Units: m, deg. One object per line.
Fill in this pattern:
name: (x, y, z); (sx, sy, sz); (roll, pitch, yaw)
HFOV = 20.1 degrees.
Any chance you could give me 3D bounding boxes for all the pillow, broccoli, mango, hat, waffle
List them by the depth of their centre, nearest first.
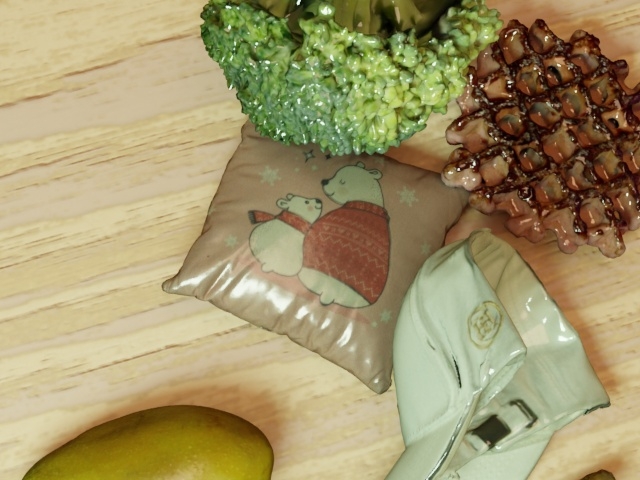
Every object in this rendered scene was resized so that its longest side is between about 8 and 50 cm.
mango: (-0.153, 0.203, 1.578); (0.227, 0.136, 0.099); (-10, 112, -1)
hat: (0.106, 0.147, 1.605); (0.168, 0.258, 0.301); (40, 94, 29)
broccoli: (0.031, -0.200, 1.627); (0.260, 0.235, 0.288); (-40, 47, 4)
pillow: (0.000, 0.000, 1.661); (0.236, 0.084, 0.223); (23, 71, -4)
waffle: (0.225, -0.101, 1.717); (0.221, 0.055, 0.234); (22, 66, -9)

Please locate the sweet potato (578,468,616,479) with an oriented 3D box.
sweet potato: (0.139, 0.327, 1.596); (0.359, 0.112, 0.112); (-40, 85, -16)
